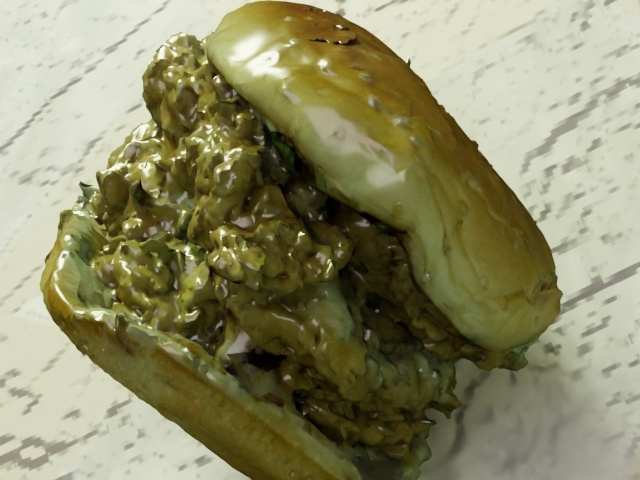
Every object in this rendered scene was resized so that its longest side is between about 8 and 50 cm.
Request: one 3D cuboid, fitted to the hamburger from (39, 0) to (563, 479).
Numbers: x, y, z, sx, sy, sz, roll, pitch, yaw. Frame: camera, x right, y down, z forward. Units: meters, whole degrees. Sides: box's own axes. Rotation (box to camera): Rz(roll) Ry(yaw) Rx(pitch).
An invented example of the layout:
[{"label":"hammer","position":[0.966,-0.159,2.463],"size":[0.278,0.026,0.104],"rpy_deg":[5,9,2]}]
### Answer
[{"label":"hamburger","position":[0.000,0.000,0.581],"size":[0.159,0.185,0.131],"rpy_deg":[35,97,-8]}]
